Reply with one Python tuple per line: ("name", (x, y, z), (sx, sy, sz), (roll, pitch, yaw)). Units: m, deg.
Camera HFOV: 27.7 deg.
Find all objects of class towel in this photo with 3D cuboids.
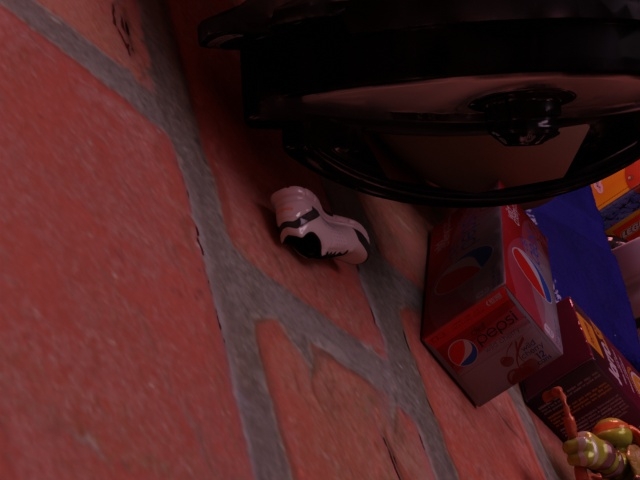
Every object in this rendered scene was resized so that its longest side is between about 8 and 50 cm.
("towel", (0.260, 0.005, 1.493), (0.227, 0.076, 0.308), (23, 46, -44))

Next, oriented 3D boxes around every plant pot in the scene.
("plant pot", (0.139, -0.179, 1.329), (0.190, 0.284, 0.284), (5, 44, -27))

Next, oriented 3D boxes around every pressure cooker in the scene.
("pressure cooker", (0.113, -0.236, 1.027), (0.375, 0.369, 0.421), (-3, 90, -59))

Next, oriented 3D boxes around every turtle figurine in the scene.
("turtle figurine", (0.284, 0.243, 1.143), (0.269, 0.087, 0.217), (52, 20, -53))

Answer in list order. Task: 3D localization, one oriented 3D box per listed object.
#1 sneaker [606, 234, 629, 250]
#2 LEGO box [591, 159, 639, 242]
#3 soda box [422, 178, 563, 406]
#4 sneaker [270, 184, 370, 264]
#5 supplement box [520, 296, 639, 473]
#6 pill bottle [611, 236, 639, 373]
("sneaker", (0.411, 0.051, 1.848), (0.124, 0.107, 0.283), (56, 8, 37))
("LEGO box", (0.446, -0.169, 2.151), (0.372, 0.193, 0.500), (34, 26, -48))
("soda box", (0.155, 0.039, 1.185), (0.083, 0.092, 0.263), (49, 18, -13))
("sneaker", (0.000, 0.000, 0.964), (0.109, 0.040, 0.044), (30, 46, -46))
("supplement box", (0.278, 0.160, 1.299), (0.188, 0.080, 0.104), (45, 20, -28))
("pill bottle", (0.458, 0.130, 1.630), (0.283, 0.161, 0.161), (67, 20, 9))
